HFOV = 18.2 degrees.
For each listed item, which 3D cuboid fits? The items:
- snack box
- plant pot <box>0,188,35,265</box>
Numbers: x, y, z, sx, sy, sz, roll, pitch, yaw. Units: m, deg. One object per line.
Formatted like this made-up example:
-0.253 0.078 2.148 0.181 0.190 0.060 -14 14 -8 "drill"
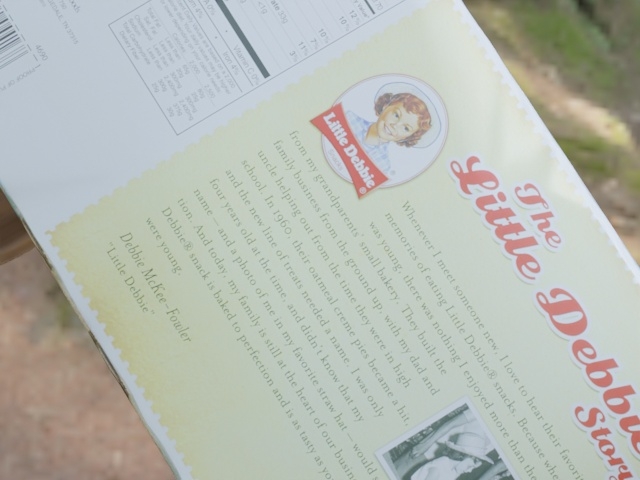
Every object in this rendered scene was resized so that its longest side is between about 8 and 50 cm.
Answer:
0.000 0.000 0.757 0.187 0.322 0.060 -31 -9 -5 "snack box"
-0.203 -0.102 0.918 0.237 0.237 0.110 4 33 -17 "plant pot"
